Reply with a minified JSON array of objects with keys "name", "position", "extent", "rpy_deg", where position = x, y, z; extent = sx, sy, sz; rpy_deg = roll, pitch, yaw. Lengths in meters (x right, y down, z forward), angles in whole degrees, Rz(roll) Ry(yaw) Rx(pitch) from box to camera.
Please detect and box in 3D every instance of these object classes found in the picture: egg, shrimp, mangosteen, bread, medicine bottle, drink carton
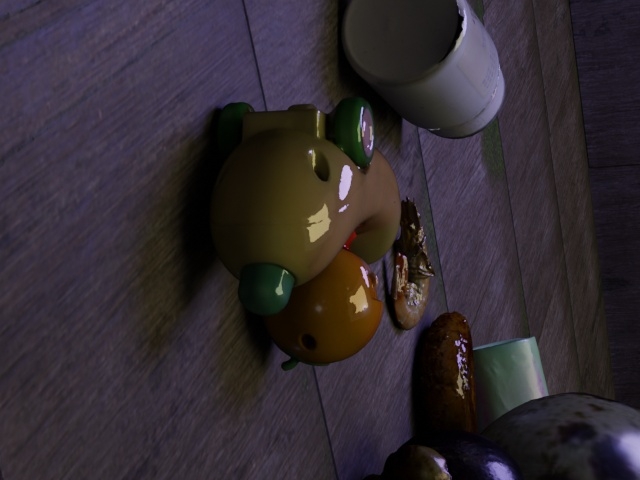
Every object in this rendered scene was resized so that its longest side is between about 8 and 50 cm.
[{"name":"egg","position":[0.313,0.393,1.526],"extent":[0.345,0.344,0.428],"rpy_deg":[-43,131,-65]},{"name":"shrimp","position":[0.098,0.030,1.509],"extent":[0.095,0.045,0.163],"rpy_deg":[-29,121,-46]},{"name":"mangosteen","position":[0.113,0.290,1.313],"extent":[0.230,0.194,0.194],"rpy_deg":[7,78,-40]},{"name":"bread","position":[0.166,0.186,1.625],"extent":[0.193,0.063,0.193],"rpy_deg":[-4,90,-77]},{"name":"medicine bottle","position":[0.128,-0.206,1.461],"extent":[0.258,0.143,0.144],"rpy_deg":[29,59,-66]},{"name":"drink carton","position":[0.257,0.210,1.762],"extent":[0.144,0.146,0.142],"rpy_deg":[116,-39,-82]}]

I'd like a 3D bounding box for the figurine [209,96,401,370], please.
[{"name":"figurine","position":[0.000,0.000,1.103],"extent":[0.324,0.124,0.222],"rpy_deg":[21,66,-73]}]
